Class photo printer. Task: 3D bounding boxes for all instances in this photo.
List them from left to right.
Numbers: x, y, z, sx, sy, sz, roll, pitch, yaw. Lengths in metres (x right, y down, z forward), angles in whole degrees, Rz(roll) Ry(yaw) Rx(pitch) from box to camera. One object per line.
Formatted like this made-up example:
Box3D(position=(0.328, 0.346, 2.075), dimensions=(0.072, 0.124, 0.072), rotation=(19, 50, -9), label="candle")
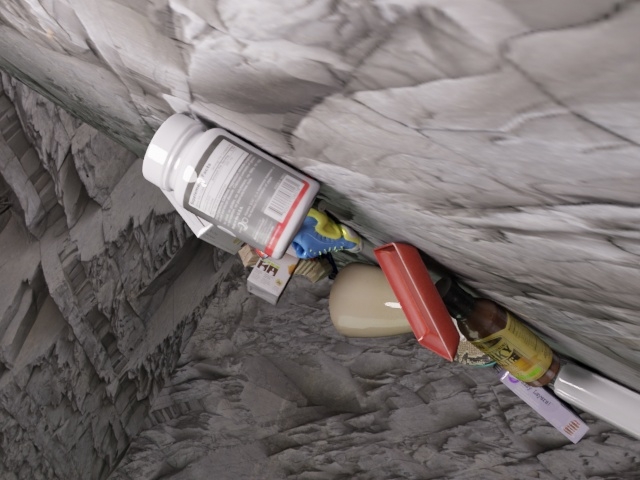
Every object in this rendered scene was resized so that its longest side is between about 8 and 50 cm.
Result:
Box3D(position=(0.804, 0.449, 1.315), dimensions=(0.307, 0.107, 0.256), rotation=(25, 175, 39), label="photo printer")

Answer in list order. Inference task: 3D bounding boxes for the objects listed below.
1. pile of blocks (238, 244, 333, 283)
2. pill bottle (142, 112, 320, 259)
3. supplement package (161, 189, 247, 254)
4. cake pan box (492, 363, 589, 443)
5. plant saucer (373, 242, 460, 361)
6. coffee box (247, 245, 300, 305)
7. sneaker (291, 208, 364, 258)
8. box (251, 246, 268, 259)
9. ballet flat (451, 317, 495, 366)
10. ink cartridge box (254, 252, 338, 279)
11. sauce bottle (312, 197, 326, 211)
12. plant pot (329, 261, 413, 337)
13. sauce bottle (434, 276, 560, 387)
Box3D(position=(-0.103, 0.032, 1.659), dimensions=(0.361, 0.113, 0.149), rotation=(17, -135, -28), label="pile of blocks")
Box3D(position=(-0.158, -0.099, 0.889), dimensions=(0.283, 0.161, 0.161), rotation=(29, 175, 0), label="pill bottle")
Box3D(position=(-0.276, -0.100, 1.317), dimensions=(0.204, 0.145, 0.262), rotation=(49, -179, 15), label="supplement package")
Box3D(position=(0.639, 0.449, 1.464), dimensions=(0.266, 0.070, 0.245), rotation=(40, -175, 13), label="cake pan box")
Box3D(position=(0.210, 0.119, 1.080), dimensions=(0.259, 0.047, 0.258), rotation=(64, 176, 2), label="plant saucer")
Box3D(position=(-0.104, 0.042, 1.380), dimensions=(0.098, 0.247, 0.141), rotation=(28, 161, 1), label="coffee box")
Box3D(position=(0.000, 0.000, 1.202), dimensions=(0.240, 0.126, 0.091), rotation=(33, 174, -35), label="sneaker")
Box3D(position=(-0.157, -0.069, 1.122), dimensions=(0.207, 0.114, 0.036), rotation=(49, -149, 3), label="box")
Box3D(position=(0.461, 0.313, 1.718), dimensions=(0.182, 0.164, 0.483), rotation=(45, 177, -1), label="ballet flat")
Box3D(position=(-0.092, 0.050, 1.825), dimensions=(0.370, 0.069, 0.176), rotation=(13, -147, -26), label="ink cartridge box")
Box3D(position=(-0.041, -0.089, 1.026), dimensions=(0.128, 0.042, 0.042), rotation=(27, 175, 41), label="sauce bottle")
Box3D(position=(0.214, 0.201, 1.575), dimensions=(0.273, 0.257, 0.256), rotation=(1, 156, 43), label="plant pot")
Box3D(position=(0.394, 0.207, 1.133), dimensions=(0.344, 0.111, 0.111), rotation=(36, 174, -12), label="sauce bottle")
